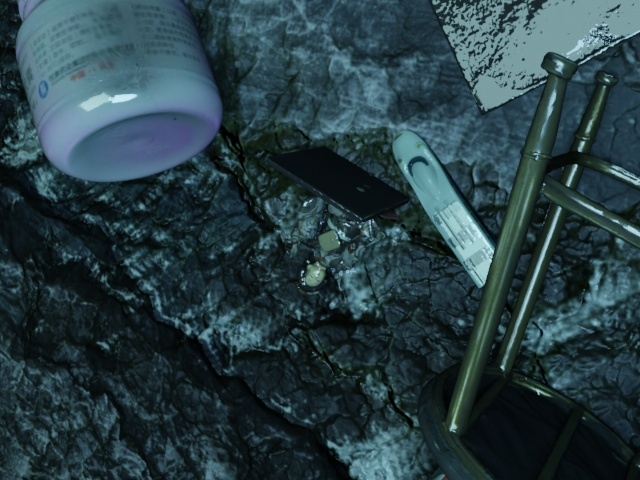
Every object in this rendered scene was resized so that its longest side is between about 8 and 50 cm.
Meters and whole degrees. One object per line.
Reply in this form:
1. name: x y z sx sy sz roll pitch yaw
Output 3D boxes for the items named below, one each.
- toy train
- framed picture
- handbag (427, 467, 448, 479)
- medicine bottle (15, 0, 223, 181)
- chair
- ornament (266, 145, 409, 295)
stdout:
1. toy train: 0.163 -0.048 0.928 0.052 0.051 0.234 -37 80 20
2. framed picture: 0.244 -0.356 0.878 0.244 0.013 0.324 -25 84 25
3. handbag: 0.242 0.410 0.875 0.298 0.171 0.151 44 110 17
4. medicine bottle: -0.300 -0.273 1.012 0.256 0.256 0.325 -26 77 26
5. chair: 0.319 0.088 0.708 0.361 0.364 0.410 32 112 19
6. ornament: 0.000 0.000 0.971 0.166 0.153 0.196 34 118 20
